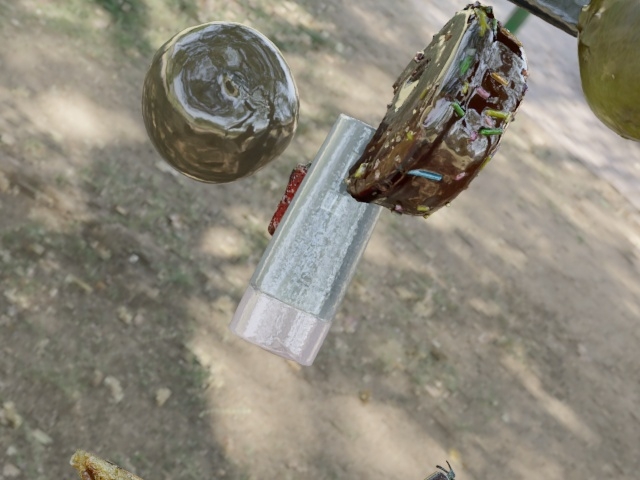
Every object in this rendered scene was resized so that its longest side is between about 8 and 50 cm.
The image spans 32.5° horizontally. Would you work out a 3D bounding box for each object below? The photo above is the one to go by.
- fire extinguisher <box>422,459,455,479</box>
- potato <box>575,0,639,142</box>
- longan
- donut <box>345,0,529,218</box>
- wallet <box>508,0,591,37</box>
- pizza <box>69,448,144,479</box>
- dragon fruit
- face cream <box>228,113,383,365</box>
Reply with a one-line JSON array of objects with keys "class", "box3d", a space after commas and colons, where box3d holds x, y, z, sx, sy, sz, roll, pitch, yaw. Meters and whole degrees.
[{"class": "fire extinguisher", "box3d": [0.173, 0.433, 1.857, 0.158, 0.043, 0.064, -29, 52, -23]}, {"class": "potato", "box3d": [0.319, -0.159, 0.795, 0.173, 0.307, 0.210, 17, 74, -37]}, {"class": "longan", "box3d": [-0.177, -0.243, 1.965, 0.297, 0.297, 0.297, 31, 27, -18]}, {"class": "donut", "box3d": [0.126, -0.127, 1.089, 0.096, 0.216, 0.230, 34, 49, -11]}, {"class": "wallet", "box3d": [0.167, -0.345, 1.149, 0.321, 0.170, 0.044, 29, -19, 6]}, {"class": "pizza", "box3d": [-0.348, 0.442, 1.956, 0.246, 0.058, 0.127, 23, -17, 12]}, {"class": "dragon fruit", "box3d": [-0.006, -0.051, 1.741, 0.096, 0.147, 0.102, -7, 49, -49]}, {"class": "face cream", "box3d": [0.000, 0.000, 1.202, 0.107, 0.269, 0.073, 25, 1, -20]}]
